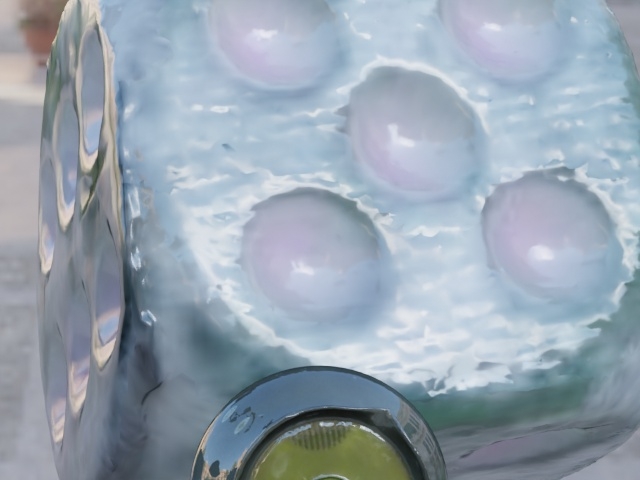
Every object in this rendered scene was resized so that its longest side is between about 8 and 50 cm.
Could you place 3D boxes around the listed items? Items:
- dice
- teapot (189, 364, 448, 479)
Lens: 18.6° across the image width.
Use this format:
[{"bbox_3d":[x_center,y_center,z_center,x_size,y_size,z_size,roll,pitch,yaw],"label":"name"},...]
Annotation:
[{"bbox_3d":[0.000,0.000,1.232,0.348,0.330,0.328,-6,-18,-18],"label":"dice"},{"bbox_3d":[-0.009,0.141,0.955,0.130,0.165,0.119,34,-5,-2],"label":"teapot"}]
